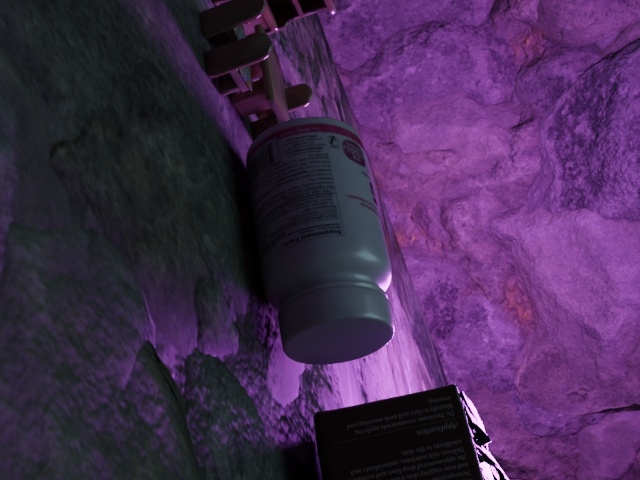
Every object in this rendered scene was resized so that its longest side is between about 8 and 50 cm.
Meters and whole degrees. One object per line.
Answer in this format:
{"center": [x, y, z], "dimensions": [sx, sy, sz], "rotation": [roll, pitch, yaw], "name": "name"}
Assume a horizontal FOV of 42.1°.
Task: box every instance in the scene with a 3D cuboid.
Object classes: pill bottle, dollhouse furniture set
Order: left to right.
{"center": [-0.054, -0.280, 1.188], "dimensions": [0.212, 0.161, 0.242], "rotation": [56, 20, -58], "name": "dollhouse furniture set"}
{"center": [0.000, 0.000, 1.042], "dimensions": [0.160, 0.160, 0.283], "rotation": [55, 21, -58], "name": "pill bottle"}

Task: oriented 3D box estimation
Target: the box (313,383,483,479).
{"center": [0.092, 0.292, 0.947], "dimensions": [0.167, 0.168, 0.203], "rotation": [90, -11, -67], "name": "box"}

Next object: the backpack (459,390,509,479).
{"center": [0.201, 0.388, 1.332], "dimensions": [0.276, 0.213, 0.263], "rotation": [-98, 175, -65], "name": "backpack"}
